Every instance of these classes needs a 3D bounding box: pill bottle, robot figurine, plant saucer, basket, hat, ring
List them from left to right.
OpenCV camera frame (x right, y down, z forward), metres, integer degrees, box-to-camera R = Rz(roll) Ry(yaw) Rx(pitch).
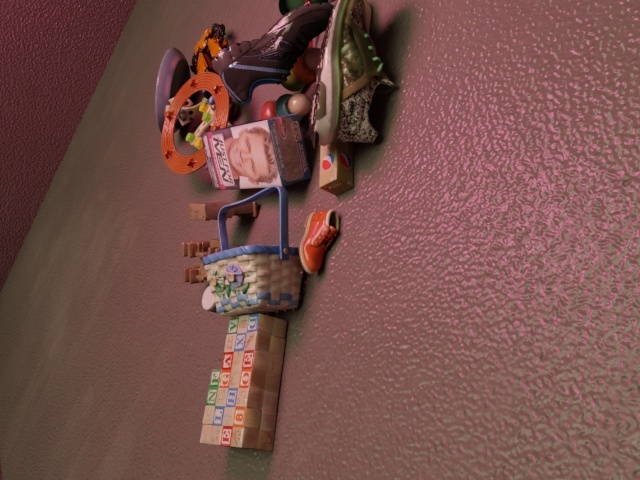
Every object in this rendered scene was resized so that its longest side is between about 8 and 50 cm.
[{"bbox_3d":[-0.528,-0.536,2.159,0.317,0.044,0.317,10,-90,-88],"label":"plant saucer"},{"bbox_3d":[-0.404,-0.371,1.861,0.337,0.032,0.336,-12,71,38],"label":"ring"},{"bbox_3d":[-0.383,-0.653,2.137,0.211,0.085,0.290,-46,43,25],"label":"robot figurine"},{"bbox_3d":[-0.237,0.160,1.525,0.067,0.120,0.067,-26,54,41],"label":"pill bottle"},{"bbox_3d":[-0.158,0.031,1.426,0.255,0.201,0.288,-19,68,46],"label":"basket"},{"bbox_3d":[-0.004,-0.673,1.715,0.184,0.173,0.208,41,125,16],"label":"hat"}]

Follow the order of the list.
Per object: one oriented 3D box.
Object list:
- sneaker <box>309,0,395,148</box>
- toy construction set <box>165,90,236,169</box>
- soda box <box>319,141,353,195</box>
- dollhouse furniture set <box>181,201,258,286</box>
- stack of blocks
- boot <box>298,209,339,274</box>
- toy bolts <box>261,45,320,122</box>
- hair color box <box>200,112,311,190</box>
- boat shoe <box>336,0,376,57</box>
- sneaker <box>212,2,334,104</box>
[{"bbox_3d":[0.086,-0.398,1.385,0.158,0.182,0.409,153,127,-79],"label":"sneaker"},{"bbox_3d":[-0.386,-0.398,1.977,0.215,0.151,0.327,-56,50,16],"label":"toy construction set"},{"bbox_3d":[0.039,-0.204,1.423,0.061,0.058,0.181,-23,56,43],"label":"soda box"},{"bbox_3d":[-0.269,0.014,1.662,0.212,0.161,0.241,6,99,52],"label":"dollhouse furniture set"},{"bbox_3d":[-0.179,0.332,1.396,0.171,0.087,0.296,-15,61,46],"label":"stack of blocks"},{"bbox_3d":[0.000,0.000,1.372,0.085,0.059,0.157,-12,62,42],"label":"boot"},{"bbox_3d":[-0.093,-0.422,1.579,0.159,0.219,0.228,-7,77,58],"label":"toy bolts"},{"bbox_3d":[-0.184,-0.234,1.612,0.347,0.105,0.173,3,110,51],"label":"hair color box"},{"bbox_3d":[0.077,-0.514,1.501,0.103,0.092,0.284,-21,58,41],"label":"boat shoe"},{"bbox_3d":[-0.096,-0.474,1.504,0.341,0.125,0.139,-29,91,6],"label":"sneaker"}]
